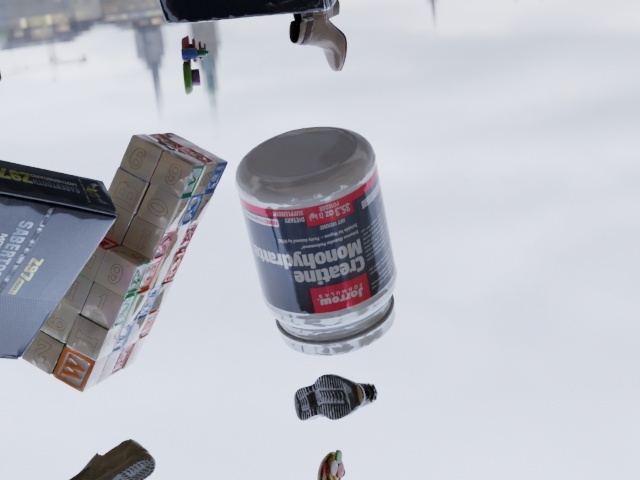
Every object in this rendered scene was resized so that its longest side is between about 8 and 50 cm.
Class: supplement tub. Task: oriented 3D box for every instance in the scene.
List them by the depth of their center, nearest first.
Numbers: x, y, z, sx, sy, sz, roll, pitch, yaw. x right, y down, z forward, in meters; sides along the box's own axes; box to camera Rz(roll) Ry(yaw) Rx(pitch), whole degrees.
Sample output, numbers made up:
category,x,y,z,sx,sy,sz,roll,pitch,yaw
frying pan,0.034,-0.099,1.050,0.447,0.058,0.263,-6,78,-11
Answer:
category,x,y,z,sx,sy,sz,roll,pitch,yaw
supplement tub,0.000,0.000,1.788,0.191,0.272,0.191,-9,-151,5

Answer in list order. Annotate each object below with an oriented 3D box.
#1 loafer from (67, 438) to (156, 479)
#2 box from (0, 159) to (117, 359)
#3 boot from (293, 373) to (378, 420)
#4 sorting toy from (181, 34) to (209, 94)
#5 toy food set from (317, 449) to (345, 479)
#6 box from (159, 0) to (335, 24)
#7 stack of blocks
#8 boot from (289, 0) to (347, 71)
category,x,y,z,sx,sy,sz,roll,pitch,yaw
loafer,-0.271,0.294,1.610,0.148,0.056,0.050,-27,-139,-3
box,-0.344,0.022,1.348,0.183,0.233,0.059,11,-142,-42
boot,0.057,0.254,2.193,0.137,0.077,0.198,-4,175,-29
sorting toy,-0.191,-0.274,2.023,0.042,0.102,0.061,-5,153,-3
toy food set,0.018,0.382,2.126,0.020,0.083,0.083,3,-141,28
box,-0.059,-0.474,1.547,0.212,0.294,0.395,-2,-146,21
stack of blocks,-0.234,0.021,1.596,0.087,0.297,0.171,28,-168,9
boot,-0.007,-0.285,1.826,0.042,0.118,0.087,12,-154,42
